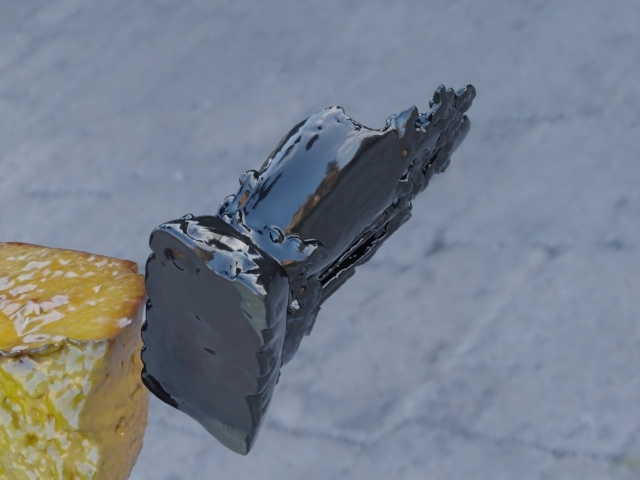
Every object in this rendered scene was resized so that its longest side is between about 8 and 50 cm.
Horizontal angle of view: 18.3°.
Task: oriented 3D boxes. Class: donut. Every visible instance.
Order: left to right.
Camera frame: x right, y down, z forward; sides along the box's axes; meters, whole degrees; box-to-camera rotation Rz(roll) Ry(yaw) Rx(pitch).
[{"bbox_3d":[-0.341,0.134,1.665,0.435,0.163,0.377,-11,20,-1],"label":"donut"}]

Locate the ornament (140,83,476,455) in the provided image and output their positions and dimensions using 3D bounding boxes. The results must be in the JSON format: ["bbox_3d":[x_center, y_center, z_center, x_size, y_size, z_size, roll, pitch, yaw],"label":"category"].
[{"bbox_3d":[0.000,0.000,1.402,0.260,0.106,0.251,-41,-19,-30],"label":"ornament"}]
